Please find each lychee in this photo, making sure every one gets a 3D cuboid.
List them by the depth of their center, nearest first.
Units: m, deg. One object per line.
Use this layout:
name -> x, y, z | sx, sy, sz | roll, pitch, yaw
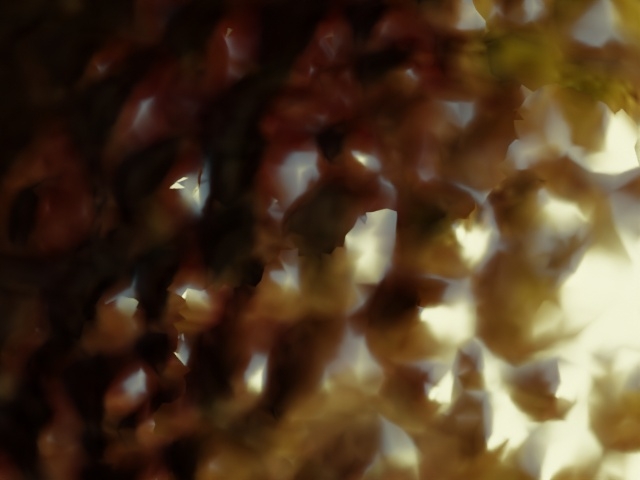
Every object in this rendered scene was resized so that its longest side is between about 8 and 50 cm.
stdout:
lychee -> 0.000, 0.000, 0.464 | 0.260, 0.260, 0.261 | -1, 91, -40
